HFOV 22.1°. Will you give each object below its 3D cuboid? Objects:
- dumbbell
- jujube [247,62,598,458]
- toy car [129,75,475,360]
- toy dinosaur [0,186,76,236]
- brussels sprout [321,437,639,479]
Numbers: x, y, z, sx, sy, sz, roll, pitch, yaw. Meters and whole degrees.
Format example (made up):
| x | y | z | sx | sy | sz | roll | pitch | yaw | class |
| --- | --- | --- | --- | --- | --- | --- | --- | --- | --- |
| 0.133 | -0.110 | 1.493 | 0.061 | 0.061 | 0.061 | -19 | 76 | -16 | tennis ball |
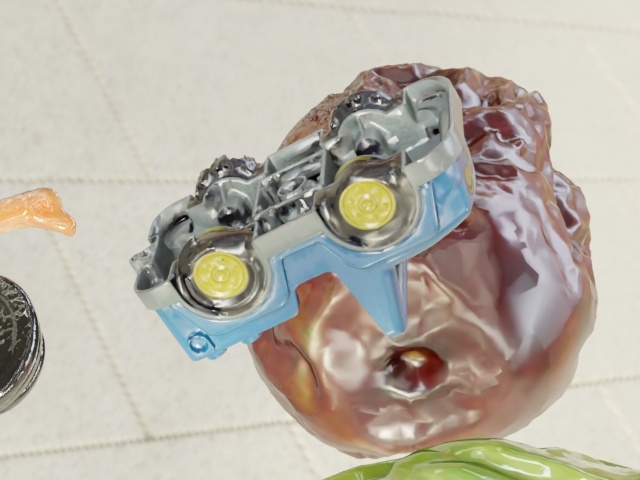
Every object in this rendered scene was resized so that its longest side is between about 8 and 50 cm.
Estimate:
| x | y | z | sx | sy | sz | roll | pitch | yaw | class |
| --- | --- | --- | --- | --- | --- | --- | --- | --- | --- |
| -0.232 | 0.050 | 0.981 | 0.208 | 0.099 | 0.099 | 47 | 16 | -55 | dumbbell |
| 0.078 | 0.010 | 1.269 | 0.276 | 0.276 | 0.377 | 34 | 20 | -5 | jujube |
| 0.000 | 0.000 | 0.840 | 0.100 | 0.191 | 0.097 | 56 | 18 | -24 | toy car |
| -0.169 | 0.103 | 0.578 | 0.101 | 0.055 | 0.279 | 44 | 70 | -3 | toy dinosaur |
| 0.060 | 0.163 | 0.493 | 0.223 | 0.223 | 0.161 | 40 | 38 | 3 | brussels sprout |
